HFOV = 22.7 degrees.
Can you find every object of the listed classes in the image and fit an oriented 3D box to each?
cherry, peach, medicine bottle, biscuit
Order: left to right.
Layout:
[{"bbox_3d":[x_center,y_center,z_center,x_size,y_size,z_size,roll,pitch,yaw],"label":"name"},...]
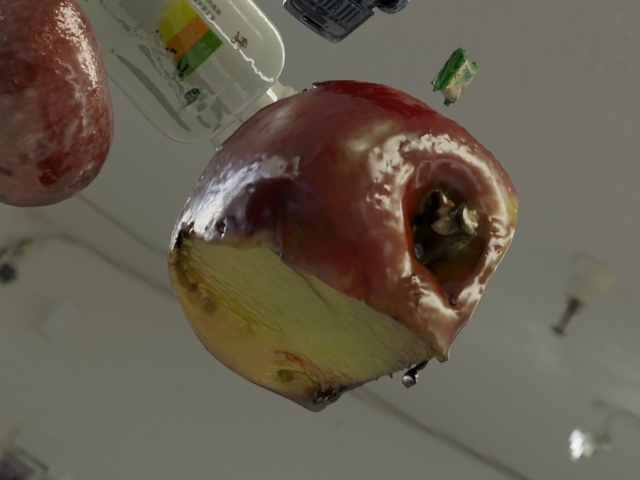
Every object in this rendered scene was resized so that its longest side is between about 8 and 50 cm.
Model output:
[{"bbox_3d":[-0.162,-0.041,0.827,0.107,0.090,0.225,46,-42,24],"label":"cherry"},{"bbox_3d":[-0.135,-0.196,1.600,0.296,0.161,0.111,50,-4,-19],"label":"medicine bottle"},{"bbox_3d":[0.004,-0.005,0.923,0.159,0.154,0.267,41,-20,-3],"label":"peach"},{"bbox_3d":[0.118,-0.142,1.388,0.016,0.046,0.089,38,4,14],"label":"biscuit"}]

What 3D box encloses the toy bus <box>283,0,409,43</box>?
[{"bbox_3d":[0.056,-0.203,0.954,0.064,0.190,0.075,29,34,-44],"label":"toy bus"}]
